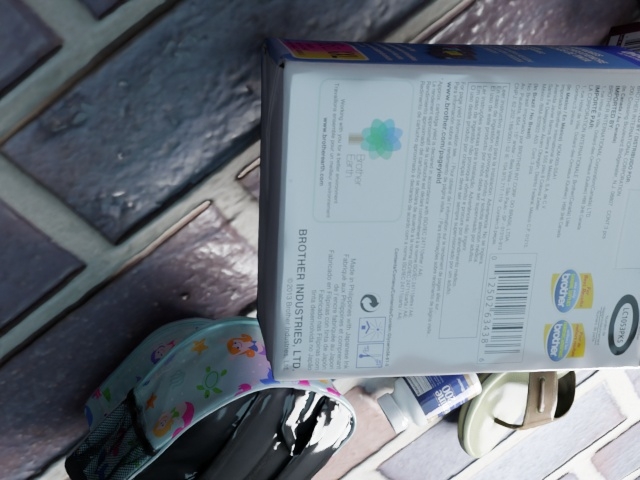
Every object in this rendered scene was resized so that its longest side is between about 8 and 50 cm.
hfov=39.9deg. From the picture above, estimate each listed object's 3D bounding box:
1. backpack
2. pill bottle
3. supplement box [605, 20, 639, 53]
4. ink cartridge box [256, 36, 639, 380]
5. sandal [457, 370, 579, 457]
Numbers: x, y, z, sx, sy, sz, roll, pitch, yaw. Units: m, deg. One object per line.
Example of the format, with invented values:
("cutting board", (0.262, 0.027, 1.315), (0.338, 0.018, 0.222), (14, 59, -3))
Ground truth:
("backpack", (-0.101, 0.187, 0.881), (0.253, 0.191, 0.225), (-44, 137, 21))
("pill bottle", (0.134, 0.189, 1.099), (0.120, 0.067, 0.067), (-29, 135, -4))
("supplement box", (0.372, -0.137, 0.898), (0.188, 0.081, 0.104), (22, 86, -25))
("ink cartridge box", (0.147, -0.030, 0.764), (0.395, 0.151, 0.270), (0, 112, -9))
("sandal", (0.305, 0.187, 1.177), (0.303, 0.086, 0.120), (-41, 134, 8))
